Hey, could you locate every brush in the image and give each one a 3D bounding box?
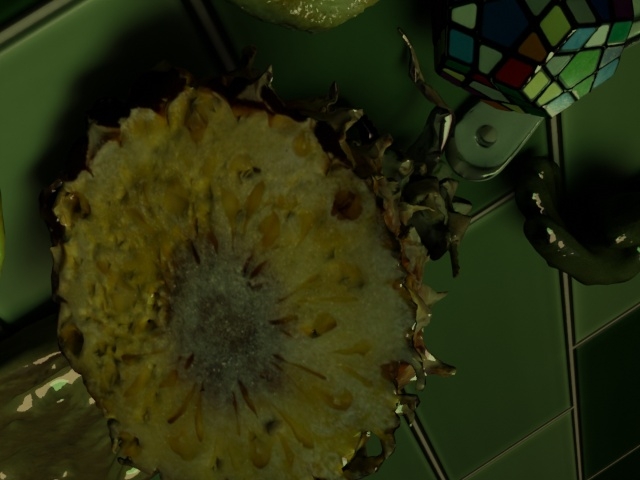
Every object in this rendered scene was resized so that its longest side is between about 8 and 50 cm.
[{"bbox_3d":[0.204,-0.156,0.734,0.297,0.068,0.060,-45,172,20],"label":"brush"}]

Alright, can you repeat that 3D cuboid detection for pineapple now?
[{"bbox_3d":[0.000,0.000,0.645,0.262,0.262,0.271,-54,167,28],"label":"pineapple"}]

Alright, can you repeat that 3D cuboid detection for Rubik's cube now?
[{"bbox_3d":[0.127,-0.141,0.620,0.133,0.133,0.112,-53,171,27],"label":"Rubik's cube"}]

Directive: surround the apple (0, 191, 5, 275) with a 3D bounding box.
[{"bbox_3d":[-0.233,0.002,0.356,0.226,0.246,0.246,-49,146,14],"label":"apple"}]

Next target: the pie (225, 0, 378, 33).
[{"bbox_3d":[0.013,-0.189,0.519,0.186,0.041,0.187,-24,148,-16],"label":"pie"}]

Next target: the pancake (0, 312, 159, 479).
[{"bbox_3d":[-0.162,0.123,0.774,0.294,0.049,0.294,-22,149,-14],"label":"pancake"}]

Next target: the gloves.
[{"bbox_3d":[0.256,-0.013,0.918,0.268,0.135,0.107,3,91,-47],"label":"gloves"}]
